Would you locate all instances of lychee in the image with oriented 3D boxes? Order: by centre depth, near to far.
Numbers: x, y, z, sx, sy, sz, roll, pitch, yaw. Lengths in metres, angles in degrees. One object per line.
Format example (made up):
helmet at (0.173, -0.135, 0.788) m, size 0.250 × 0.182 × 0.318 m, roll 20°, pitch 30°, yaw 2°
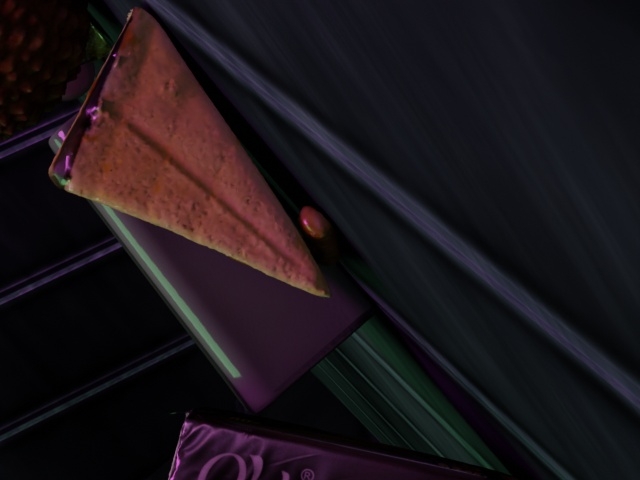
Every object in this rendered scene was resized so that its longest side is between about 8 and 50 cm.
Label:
lychee at (-0.376, -0.227, 1.370) m, size 0.267 × 0.267 × 0.267 m, roll 48°, pitch 174°, yaw 7°

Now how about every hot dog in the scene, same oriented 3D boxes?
hot dog at (0.000, 0.001, 1.173) m, size 0.044 × 0.028 × 0.137 m, roll 41°, pitch 171°, yaw 9°

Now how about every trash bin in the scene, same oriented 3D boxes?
trash bin at (-0.115, -0.003, 1.384) m, size 0.343 × 0.158 × 0.223 m, roll 52°, pitch 172°, yaw 2°

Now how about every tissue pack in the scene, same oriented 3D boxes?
tissue pack at (0.016, 0.291, 1.300) m, size 0.369 × 0.198 × 0.210 m, roll 13°, pitch 176°, yaw -2°

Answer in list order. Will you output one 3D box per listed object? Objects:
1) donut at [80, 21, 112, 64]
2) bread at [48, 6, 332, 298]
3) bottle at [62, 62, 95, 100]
donut at (-0.392, -0.301, 1.547) m, size 0.295 × 0.151 × 0.112 m, roll 51°, pitch -176°, yaw -25°
bread at (-0.087, -0.072, 1.174) m, size 0.264 × 0.163 × 0.167 m, roll 24°, pitch 178°, yaw -10°
bottle at (-0.402, -0.278, 1.907) m, size 0.233 × 0.110 × 0.110 m, roll 42°, pitch 171°, yaw 45°
